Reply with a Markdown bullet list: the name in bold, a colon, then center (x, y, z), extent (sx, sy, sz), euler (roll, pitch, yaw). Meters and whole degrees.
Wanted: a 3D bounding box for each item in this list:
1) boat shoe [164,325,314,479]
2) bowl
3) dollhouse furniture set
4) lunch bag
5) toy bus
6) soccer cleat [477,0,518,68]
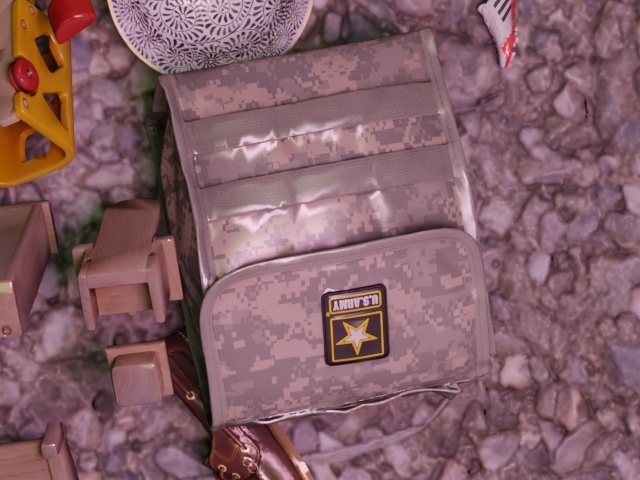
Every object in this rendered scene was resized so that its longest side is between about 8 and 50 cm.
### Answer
- **boat shoe**: center (-0.070, 0.165, 1.651), extent (0.073, 0.073, 0.207), euler (-32, 86, -18)
- **bowl**: center (-0.090, -0.217, 1.635), extent (0.170, 0.080, 0.170), euler (-1, 104, -3)
- **dollhouse furniture set**: center (-0.238, 0.163, 1.615), extent (0.303, 0.174, 0.356), euler (-7, 113, 4)
- **lunch bag**: center (0.000, 0.000, 1.590), extent (0.235, 0.169, 0.287), euler (-10, 80, -12)
- **toy bus**: center (-0.251, -0.143, 1.604), extent (0.202, 0.191, 0.104), euler (-56, 141, -4)
- **soccer cleat**: center (0.152, -0.189, 1.708), extent (0.035, 0.029, 0.083), euler (2, 87, 0)
